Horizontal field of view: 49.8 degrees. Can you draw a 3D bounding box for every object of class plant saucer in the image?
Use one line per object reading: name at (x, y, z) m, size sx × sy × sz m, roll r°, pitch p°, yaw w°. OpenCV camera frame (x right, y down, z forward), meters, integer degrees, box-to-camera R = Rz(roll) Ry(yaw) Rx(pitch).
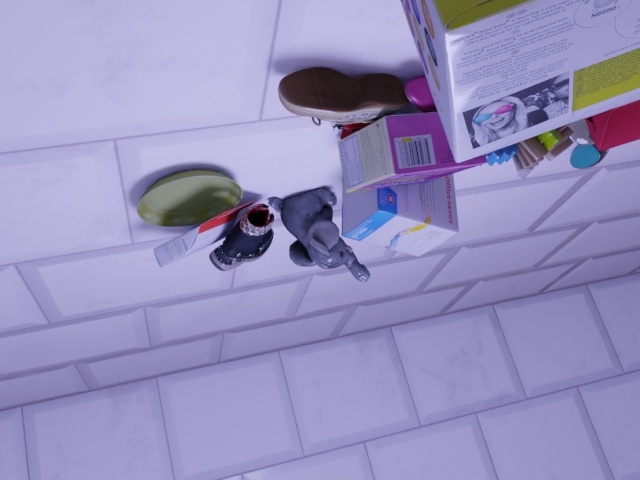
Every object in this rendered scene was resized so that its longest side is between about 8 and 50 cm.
plant saucer at (-0.298, -0.100, 1.565) m, size 0.241 × 0.037 × 0.241 m, roll -14°, pitch 159°, yaw -6°

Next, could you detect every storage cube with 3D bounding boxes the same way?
storage cube at (0.661, -0.335, 1.456) m, size 0.215 × 0.184 × 0.193 m, roll -18°, pitch 158°, yaw 8°

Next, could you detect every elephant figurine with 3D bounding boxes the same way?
elephant figurine at (0.000, 0.000, 1.746) m, size 0.186 × 0.239 × 0.169 m, roll -18°, pitch 159°, yaw 6°

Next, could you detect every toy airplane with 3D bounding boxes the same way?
toy airplane at (0.097, -0.249, 1.483) m, size 0.151 × 0.028 × 0.151 m, roll -13°, pitch 161°, yaw -5°

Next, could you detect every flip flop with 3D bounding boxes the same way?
flip flop at (0.702, -0.270, 1.647) m, size 0.080 × 0.112 × 0.277 m, roll -50°, pitch -158°, yaw -16°

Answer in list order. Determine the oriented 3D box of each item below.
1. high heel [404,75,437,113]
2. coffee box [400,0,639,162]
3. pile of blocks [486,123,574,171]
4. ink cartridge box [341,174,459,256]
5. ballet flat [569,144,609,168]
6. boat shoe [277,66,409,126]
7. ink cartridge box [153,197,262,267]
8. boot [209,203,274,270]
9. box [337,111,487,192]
high heel at (0.273, -0.306, 1.376) m, size 0.244 × 0.082 × 0.117 m, roll 0°, pitch 162°, yaw -45°
coffee box at (0.277, -0.363, 0.889) m, size 0.338 × 0.338 × 0.334 m, roll -18°, pitch 159°, yaw 7°
pile of blocks at (0.443, -0.246, 1.572) m, size 0.362 × 0.149 × 0.112 m, roll -8°, pitch 158°, yaw -19°
ink cartridge box at (0.192, -0.086, 1.678) m, size 0.232 × 0.171 × 0.168 m, roll 15°, pitch 151°, yaw -25°
ballet flat at (0.766, -0.267, 1.874) m, size 0.079 × 0.077 × 0.221 m, roll -30°, pitch 164°, yaw -21°
boat shoe at (0.040, -0.260, 1.309) m, size 0.285 × 0.105 × 0.089 m, roll -4°, pitch 155°, yaw -31°
ink cartridge box at (-0.261, -0.019, 1.659) m, size 0.232 × 0.066 × 0.189 m, roll -20°, pitch -175°, yaw 27°
boot at (-0.159, -0.023, 1.737) m, size 0.178 × 0.085 × 0.236 m, roll -47°, pitch 171°, yaw 36°
box at (0.184, -0.185, 1.444) m, size 0.213 × 0.117 × 0.243 m, roll -9°, pitch 180°, yaw -22°
